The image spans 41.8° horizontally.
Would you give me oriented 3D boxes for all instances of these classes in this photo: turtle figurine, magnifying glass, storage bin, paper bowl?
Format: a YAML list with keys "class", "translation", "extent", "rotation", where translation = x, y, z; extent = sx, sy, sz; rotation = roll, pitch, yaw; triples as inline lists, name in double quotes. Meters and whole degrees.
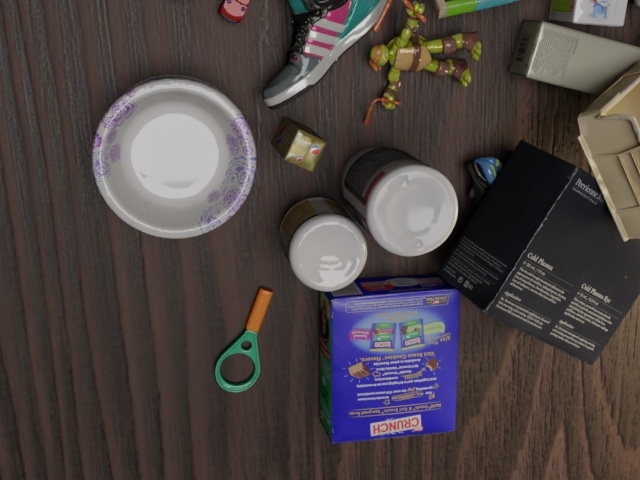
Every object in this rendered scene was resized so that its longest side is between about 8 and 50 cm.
- class: "turtle figurine"
  translation: [0.178, -0.336, 1.577]
  extent: [0.217, 0.087, 0.269]
  rotation: [0, 128, -14]
- class: "magnifying glass"
  translation: [-0.148, 0.204, 1.705]
  extent: [0.092, 0.026, 0.230]
  rotation: [18, 101, -15]
- class: "storage bin"
  translation: [0.613, -0.173, 1.515]
  extent: [0.262, 0.123, 0.260]
  rotation: [-38, 108, -33]
- class: "paper bowl"
  translation: [-0.262, -0.155, 1.513]
  extent: [0.284, 0.148, 0.284]
  rotation: [-3, 107, -10]

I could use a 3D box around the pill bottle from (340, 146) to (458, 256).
- class: "pill bottle"
  translation: [0.132, -0.083, 1.536]
  extent: [0.161, 0.283, 0.161]
  rotation: [-3, 106, -10]

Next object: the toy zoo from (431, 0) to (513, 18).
- class: "toy zoo"
  translation: [0.322, -0.516, 1.520]
  extent: [0.293, 0.030, 0.192]
  rotation: [-15, 69, -7]

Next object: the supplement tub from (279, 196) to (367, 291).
- class: "supplement tub"
  translation: [0.000, 0.000, 1.580]
  extent: [0.144, 0.199, 0.144]
  rotation: [-3, 106, -9]

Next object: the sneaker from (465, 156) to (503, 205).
- class: "sneaker"
  translation: [0.341, -0.090, 1.693]
  extent: [0.067, 0.078, 0.188]
  rotation: [-49, 130, -33]

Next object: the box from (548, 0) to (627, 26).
- class: "box"
  translation: [0.512, -0.510, 1.571]
  extent: [0.103, 0.114, 0.203]
  rotation: [2, 107, -10]

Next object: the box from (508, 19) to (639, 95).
- class: "box"
  translation: [0.518, -0.344, 1.633]
  extent: [0.275, 0.094, 0.113]
  rotation: [12, 104, -14]

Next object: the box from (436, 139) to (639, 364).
- class: "box"
  translation: [0.467, 0.029, 1.648]
  extent: [0.343, 0.179, 0.312]
  rotation: [26, 100, -32]

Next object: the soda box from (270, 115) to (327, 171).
- class: "soda box"
  translation: [-0.042, -0.177, 1.530]
  extent: [0.058, 0.181, 0.061]
  rotation: [23, 100, -16]

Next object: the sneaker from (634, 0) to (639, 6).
- class: "sneaker"
  translation: [0.711, -0.550, 1.613]
  extent: [0.270, 0.090, 0.145]
  rotation: [-24, 110, 1]

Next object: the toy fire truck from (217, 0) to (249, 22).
- class: "toy fire truck"
  translation: [-0.117, -0.467, 1.456]
  extent: [0.047, 0.135, 0.192]
  rotation: [25, 100, -16]

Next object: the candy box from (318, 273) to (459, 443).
- class: "candy box"
  translation: [0.137, 0.240, 1.718]
  extent: [0.268, 0.122, 0.317]
  rotation: [-3, 106, -11]

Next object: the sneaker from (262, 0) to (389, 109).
- class: "sneaker"
  translation: [-0.032, -0.389, 1.498]
  extent: [0.295, 0.124, 0.178]
  rotation: [-45, 114, -4]
